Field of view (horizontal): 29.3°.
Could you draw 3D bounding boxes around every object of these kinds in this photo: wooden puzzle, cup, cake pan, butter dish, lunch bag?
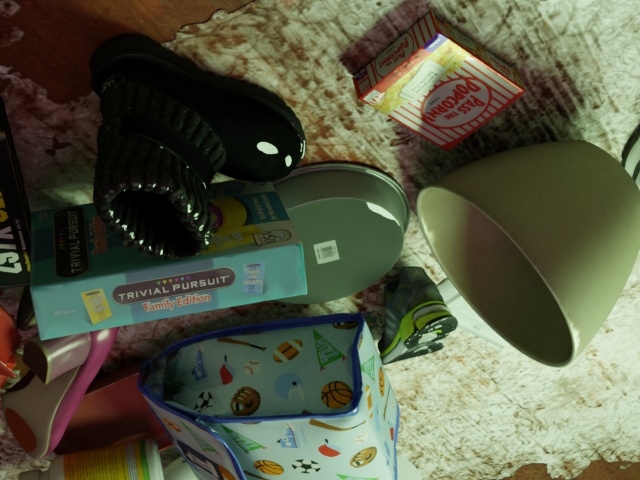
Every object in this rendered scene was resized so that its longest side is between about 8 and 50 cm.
[{"bbox_3d":[0.070,0.151,2.137,0.049,0.006,0.083,0,141,-18],"label":"wooden puzzle"},{"bbox_3d":[0.337,-0.013,1.796,0.237,0.331,0.331,-37,146,-14],"label":"cup"},{"bbox_3d":[0.000,0.000,1.870,0.293,0.054,0.293,-8,141,-7],"label":"cake pan"},{"bbox_3d":[-0.515,0.112,1.812,0.160,0.118,0.160,16,156,33],"label":"butter dish"},{"bbox_3d":[-0.083,0.305,2.067,0.386,0.238,0.327,-4,141,13],"label":"lunch bag"}]

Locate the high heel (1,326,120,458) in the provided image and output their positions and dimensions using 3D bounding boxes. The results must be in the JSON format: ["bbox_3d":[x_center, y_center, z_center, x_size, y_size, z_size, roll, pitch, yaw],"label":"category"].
[{"bbox_3d":[-0.402,0.223,1.979,0.181,0.127,0.377,-34,166,-37],"label":"high heel"}]

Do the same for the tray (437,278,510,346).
[{"bbox_3d":[0.300,0.126,2.162,0.145,0.030,0.270,-36,138,28],"label":"tray"}]

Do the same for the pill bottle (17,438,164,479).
[{"bbox_3d":[-0.404,0.439,2.170,0.246,0.136,0.136,-10,143,-6],"label":"pill bottle"}]

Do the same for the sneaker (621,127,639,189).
[{"bbox_3d":[0.571,-0.075,1.798,0.169,0.257,0.447,-13,144,-1],"label":"sneaker"}]

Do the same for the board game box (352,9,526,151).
[{"bbox_3d":[0.162,-0.212,1.661,0.194,0.045,0.147,24,129,-40],"label":"board game box"}]

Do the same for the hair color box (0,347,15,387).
[{"bbox_3d":[-0.533,0.205,1.955,0.043,0.072,0.141,11,136,-31],"label":"hair color box"}]

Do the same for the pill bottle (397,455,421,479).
[{"bbox_3d":[0.138,0.575,2.587,0.162,0.162,0.278,-8,142,-8],"label":"pill bottle"}]

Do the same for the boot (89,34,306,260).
[{"bbox_3d":[-0.145,-0.087,1.542,0.348,0.260,0.131,20,131,-37],"label":"boot"}]

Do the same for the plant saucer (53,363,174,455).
[{"bbox_3d":[-0.364,0.314,2.174,0.259,0.047,0.259,-23,142,12],"label":"plant saucer"}]

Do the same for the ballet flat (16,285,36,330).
[{"bbox_3d":[-0.381,0.051,1.803,0.058,0.084,0.250,18,127,-31],"label":"ballet flat"}]

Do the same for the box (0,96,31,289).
[{"bbox_3d":[-0.524,-0.044,1.629,0.257,0.079,0.322,-9,143,-10],"label":"box"}]

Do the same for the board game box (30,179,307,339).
[{"bbox_3d":[-0.208,0.013,1.614,0.336,0.254,0.079,-9,114,-9],"label":"board game box"}]

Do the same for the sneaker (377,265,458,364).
[{"bbox_3d":[0.153,0.127,2.057,0.111,0.121,0.300,-12,163,-15],"label":"sneaker"}]

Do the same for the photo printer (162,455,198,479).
[{"bbox_3d":[-0.158,0.515,2.369,0.256,0.107,0.307,-22,116,-3],"label":"photo printer"}]
